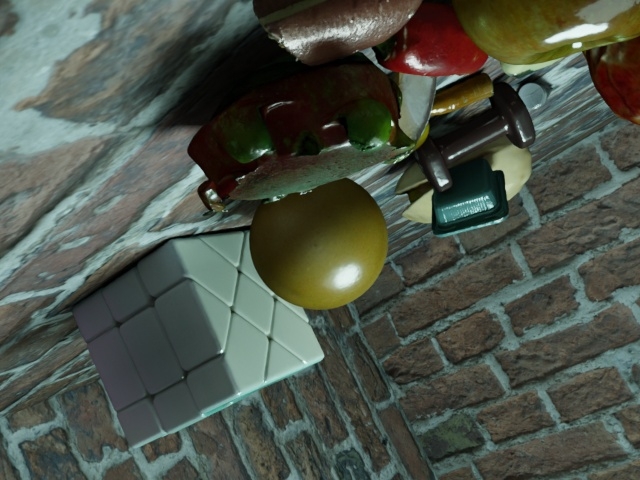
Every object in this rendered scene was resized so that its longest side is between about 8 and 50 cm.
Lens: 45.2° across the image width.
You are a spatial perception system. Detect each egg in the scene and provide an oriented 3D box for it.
[{"bbox_3d":[0.000,0.000,1.412,0.250,0.250,0.322,-28,176,7],"label":"egg"}]

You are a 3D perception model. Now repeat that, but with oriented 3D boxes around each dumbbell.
[{"bbox_3d":[0.291,-0.200,1.492,0.225,0.140,0.124,-29,-150,4],"label":"dumbbell"}]

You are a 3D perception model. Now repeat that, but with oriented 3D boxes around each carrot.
[{"bbox_3d":[0.235,-0.247,1.344,0.139,0.048,0.048,-24,171,-13],"label":"carrot"}]

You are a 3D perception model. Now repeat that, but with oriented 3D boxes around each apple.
[{"bbox_3d":[0.225,-0.278,0.708,0.237,0.207,0.237,-11,-179,0],"label":"apple"}]

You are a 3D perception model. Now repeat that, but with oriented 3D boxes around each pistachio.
[{"bbox_3d":[0.316,-0.143,1.721,0.318,0.193,0.214,-27,169,16],"label":"pistachio"}]

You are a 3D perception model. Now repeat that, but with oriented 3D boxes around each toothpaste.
[{"bbox_3d":[0.465,-0.311,1.673,0.089,0.057,0.234,-28,178,20],"label":"toothpaste"}]

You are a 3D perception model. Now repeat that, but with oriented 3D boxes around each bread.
[{"bbox_3d":[0.020,-0.221,0.763,0.192,0.067,0.119,-25,171,-16],"label":"bread"}]

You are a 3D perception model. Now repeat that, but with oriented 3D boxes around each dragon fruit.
[{"bbox_3d":[-0.024,-0.122,0.880,0.268,0.130,0.295,-7,172,-39],"label":"dragon fruit"}]

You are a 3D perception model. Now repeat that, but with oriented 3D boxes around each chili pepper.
[{"bbox_3d":[0.146,-0.242,0.985,0.137,0.091,0.368,-15,176,32],"label":"chili pepper"}]

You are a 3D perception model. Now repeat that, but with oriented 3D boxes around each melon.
[{"bbox_3d":[0.090,-0.174,1.155,0.203,0.139,0.093,-28,150,19],"label":"melon"}]

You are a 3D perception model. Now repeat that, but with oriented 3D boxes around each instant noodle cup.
[{"bbox_3d":[0.290,-0.093,1.540,0.157,0.070,0.179,-16,-147,19],"label":"instant noodle cup"}]

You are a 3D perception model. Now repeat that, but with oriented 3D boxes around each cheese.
[{"bbox_3d":[0.370,-0.337,1.205,0.127,0.054,0.251,-25,171,-10],"label":"cheese"}]

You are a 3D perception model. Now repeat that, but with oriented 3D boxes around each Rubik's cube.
[{"bbox_3d":[-0.242,0.188,1.563,0.316,0.318,0.322,-31,170,30],"label":"Rubik's cube"}]

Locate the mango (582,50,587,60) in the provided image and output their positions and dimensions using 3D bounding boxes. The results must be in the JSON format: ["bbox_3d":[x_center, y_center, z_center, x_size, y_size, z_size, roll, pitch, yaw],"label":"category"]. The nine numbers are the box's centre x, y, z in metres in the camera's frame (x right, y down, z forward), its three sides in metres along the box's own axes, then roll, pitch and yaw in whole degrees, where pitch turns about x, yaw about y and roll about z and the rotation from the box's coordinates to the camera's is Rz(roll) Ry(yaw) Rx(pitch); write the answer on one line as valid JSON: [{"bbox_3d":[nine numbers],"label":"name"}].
[{"bbox_3d":[0.541,-0.374,1.307,0.145,0.112,0.219,-10,161,-33],"label":"mango"}]

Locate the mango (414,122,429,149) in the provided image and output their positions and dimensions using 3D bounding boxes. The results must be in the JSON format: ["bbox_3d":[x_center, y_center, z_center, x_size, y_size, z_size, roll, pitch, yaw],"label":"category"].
[{"bbox_3d":[0.134,-0.180,1.348,0.103,0.076,0.161,-30,176,-11],"label":"mango"}]

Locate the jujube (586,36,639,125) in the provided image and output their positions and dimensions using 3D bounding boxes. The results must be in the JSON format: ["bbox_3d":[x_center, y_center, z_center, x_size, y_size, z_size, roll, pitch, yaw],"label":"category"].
[{"bbox_3d":[0.539,-0.318,1.084,0.276,0.276,0.377,-22,158,-32],"label":"jujube"}]
